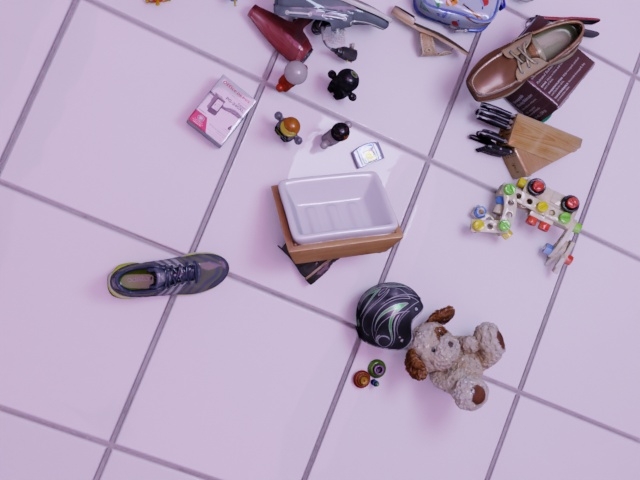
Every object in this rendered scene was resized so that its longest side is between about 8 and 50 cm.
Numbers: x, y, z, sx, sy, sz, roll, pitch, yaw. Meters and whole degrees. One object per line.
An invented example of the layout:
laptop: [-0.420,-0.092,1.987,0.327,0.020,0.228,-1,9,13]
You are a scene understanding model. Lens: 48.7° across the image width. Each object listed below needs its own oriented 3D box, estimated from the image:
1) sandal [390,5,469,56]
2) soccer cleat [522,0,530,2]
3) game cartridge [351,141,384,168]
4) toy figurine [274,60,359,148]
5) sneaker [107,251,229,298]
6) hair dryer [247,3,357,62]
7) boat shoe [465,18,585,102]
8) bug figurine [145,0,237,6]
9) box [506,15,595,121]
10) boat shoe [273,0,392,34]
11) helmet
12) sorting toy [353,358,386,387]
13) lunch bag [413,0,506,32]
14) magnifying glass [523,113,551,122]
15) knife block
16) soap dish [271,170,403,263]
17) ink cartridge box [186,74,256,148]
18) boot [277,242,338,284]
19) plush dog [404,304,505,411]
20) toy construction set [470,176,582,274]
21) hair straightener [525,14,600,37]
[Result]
sandal: [0.284,-0.543,1.931,0.240,0.088,0.079,31,114,-4]
soccer cleat: [0.547,-0.757,1.994,0.076,0.068,0.196,-11,76,-55]
game cartridge: [0.127,-0.233,1.907,0.083,0.017,0.056,-24,91,-13]
toy figurine: [-0.013,-0.344,1.807,0.213,0.148,0.210,8,87,-13]
sneaker: [-0.370,0.093,1.731,0.299,0.121,0.111,-11,92,-13]
hair dryer: [-0.048,-0.567,1.855,0.293,0.080,0.224,0,74,-19]
boat shoe: [0.517,-0.466,1.774,0.324,0.120,0.123,-32,87,-4]
bug figurine: [-0.321,-0.690,1.778,0.278,0.072,0.216,-3,84,-9]
box: [0.590,-0.459,1.923,0.203,0.168,0.167,40,84,2]
boat shoe: [0.030,-0.583,1.808,0.319,0.116,0.099,11,113,-22]
helmet: [0.178,0.188,1.839,0.169,0.169,0.162,7,104,-13]
sorting toy: [0.137,0.363,1.888,0.102,0.042,0.061,-31,96,-12]
lunch bag: [0.392,-0.718,1.913,0.243,0.115,0.304,14,86,-5]
magnifying glass: [0.634,-0.448,2.027,0.092,0.026,0.231,11,89,-12]
knife block: [0.559,-0.307,1.972,0.275,0.088,0.242,-27,96,-12]
soap dish: [0.036,-0.058,1.786,0.290,0.118,0.229,-8,50,-13]
ink cartridge box: [-0.251,-0.328,1.794,0.109,0.063,0.150,38,82,-10]
boot: [0.000,0.000,1.848,0.198,0.077,0.137,-44,94,-11]
plush dog: [0.328,0.305,1.859,0.225,0.210,0.262,40,55,-9]
toy construction set: [0.584,-0.048,1.941,0.327,0.151,0.215,29,83,-11]
hair straightener: [0.693,-0.601,2.028,0.230,0.047,0.089,2,89,-13]
